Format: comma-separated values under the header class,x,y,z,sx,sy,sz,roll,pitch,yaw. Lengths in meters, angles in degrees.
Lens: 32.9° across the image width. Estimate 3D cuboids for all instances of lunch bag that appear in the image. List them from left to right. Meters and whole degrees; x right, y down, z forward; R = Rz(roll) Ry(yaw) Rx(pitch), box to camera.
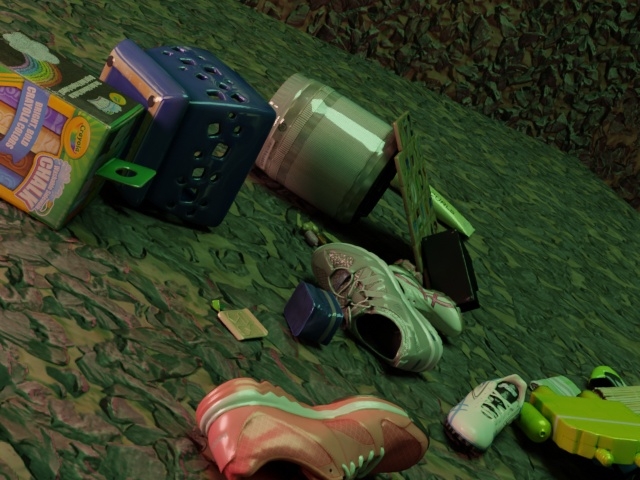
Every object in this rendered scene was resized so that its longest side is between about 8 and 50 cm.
class,x,y,z,sx,sy,sz,roll,pitch,yaw
lunch bag,-0.008,0.112,1.663,0.065,0.067,0.098,23,20,-26

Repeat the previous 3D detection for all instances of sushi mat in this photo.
class,x,y,z,sx,sy,sz,roll,pitch,yaw
sushi mat,0.672,0.325,2.074,0.316,0.019,0.151,2,35,-35

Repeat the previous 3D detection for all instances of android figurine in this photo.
class,x,y,z,sx,sy,sz,roll,pitch,yaw
android figurine,0.445,0.305,1.767,0.248,0.056,0.273,7,11,-12

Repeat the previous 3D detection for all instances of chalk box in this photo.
class,x,y,z,sx,sy,sz,roll,pitch,yaw
chalk box,-0.381,-0.146,1.565,0.289,0.179,0.180,32,19,-3

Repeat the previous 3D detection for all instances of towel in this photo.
class,x,y,z,sx,sy,sz,roll,pitch,yaw
towel,0.457,0.289,2.003,0.113,0.023,0.152,43,22,26

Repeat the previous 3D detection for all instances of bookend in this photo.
class,x,y,z,sx,sy,sz,roll,pitch,yaw
bookend,0.261,0.083,2.100,0.157,0.072,0.156,52,24,-60

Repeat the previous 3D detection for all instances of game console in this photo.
class,x,y,z,sx,sy,sz,roll,pitch,yaw
game console,0.491,0.348,1.839,0.107,0.071,0.122,21,22,-30

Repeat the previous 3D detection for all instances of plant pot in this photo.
class,x,y,z,sx,sy,sz,roll,pitch,yaw
plant pot,-0.250,-0.181,1.757,0.212,0.236,0.236,6,30,-47

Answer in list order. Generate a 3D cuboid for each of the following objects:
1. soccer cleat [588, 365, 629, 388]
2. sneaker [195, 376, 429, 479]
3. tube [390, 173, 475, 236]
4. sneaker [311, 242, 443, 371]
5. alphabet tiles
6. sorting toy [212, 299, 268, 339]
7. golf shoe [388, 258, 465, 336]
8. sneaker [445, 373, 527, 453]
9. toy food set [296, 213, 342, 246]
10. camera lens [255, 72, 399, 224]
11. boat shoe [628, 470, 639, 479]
class,x,y,z,sx,sy,sz,roll,pitch,yaw
soccer cleat,0.604,0.315,2.126,0.179,0.060,0.072,36,35,16
sneaker,0.001,0.262,1.295,0.314,0.116,0.136,12,37,-29
tube,0.270,-0.092,2.598,0.240,0.062,0.070,40,61,7
sneaker,0.078,0.101,1.763,0.281,0.105,0.115,43,22,27
alphabet tiles,0.194,-0.080,2.154,0.011,0.342,0.285,-10,12,15
sorting toy,-0.121,0.114,1.571,0.083,0.012,0.062,46,28,25
golf shoe,0.177,0.116,1.958,0.086,0.067,0.186,-29,60,-38
sneaker,0.261,0.261,1.685,0.085,0.086,0.237,39,22,13
toy food set,0.000,0.000,2.024,0.122,0.019,0.078,35,18,-15
camera lens,0.015,-0.179,2.174,0.274,0.219,0.219,33,19,5
boat shoe,0.631,0.445,1.784,0.302,0.091,0.114,22,22,-26
